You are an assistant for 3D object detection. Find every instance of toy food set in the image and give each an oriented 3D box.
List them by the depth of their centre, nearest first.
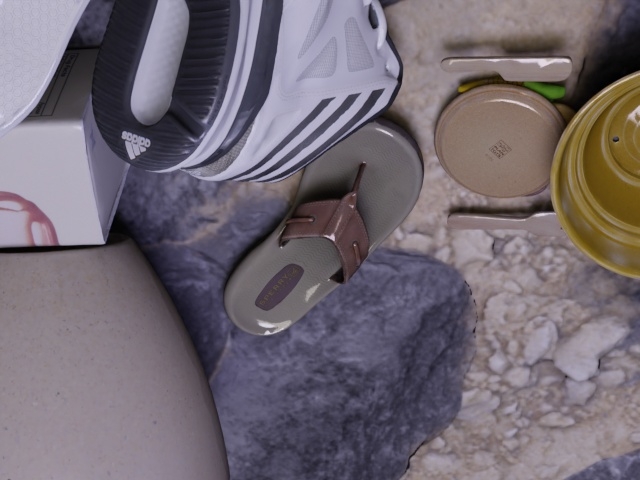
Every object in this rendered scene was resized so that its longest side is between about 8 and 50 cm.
[{"bbox_3d":[0.171,-0.093,1.299,0.132,0.038,0.192,3,127,10],"label":"toy food set"}]

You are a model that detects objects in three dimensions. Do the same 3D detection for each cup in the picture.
[{"bbox_3d":[-0.253,0.117,1.316,0.331,0.331,0.237,-1,97,4],"label":"cup"}]

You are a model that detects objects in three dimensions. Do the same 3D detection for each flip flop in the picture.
[{"bbox_3d":[0.000,0.000,1.334,0.112,0.080,0.277,34,117,-16],"label":"flip flop"}]

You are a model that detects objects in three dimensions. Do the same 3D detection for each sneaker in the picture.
[{"bbox_3d":[-0.017,-0.257,1.160,0.169,0.257,0.447,23,96,31],"label":"sneaker"},{"bbox_3d":[-0.256,-0.193,1.175,0.104,0.147,0.296,34,97,-21],"label":"sneaker"}]

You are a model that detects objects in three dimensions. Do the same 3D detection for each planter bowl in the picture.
[{"bbox_3d":[0.310,-0.077,1.264,0.217,0.090,0.217,1,121,2],"label":"planter bowl"}]

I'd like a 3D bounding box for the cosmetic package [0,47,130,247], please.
[{"bbox_3d":[-0.333,-0.080,1.267,0.296,0.153,0.129,-2,123,6],"label":"cosmetic package"}]
